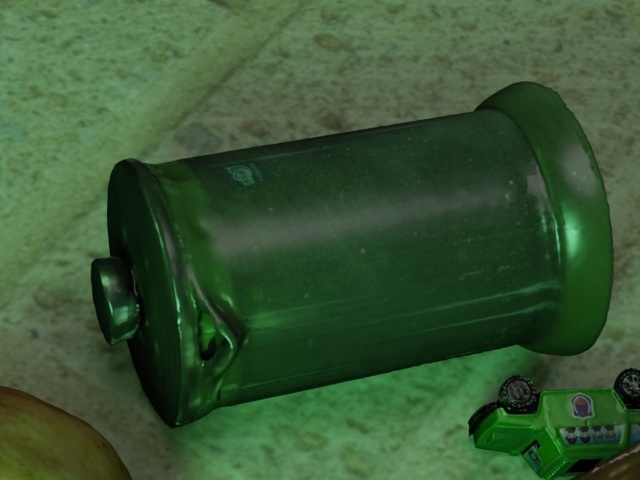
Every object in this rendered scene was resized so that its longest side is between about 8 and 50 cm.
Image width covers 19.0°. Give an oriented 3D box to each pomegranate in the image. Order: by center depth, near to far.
[{"bbox_3d":[-0.195,0.177,1.143,0.191,0.191,0.191,6,50,-7],"label":"pomegranate"}]

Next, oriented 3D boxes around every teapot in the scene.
[{"bbox_3d":[0.000,0.000,1.344,0.337,0.200,0.270,-10,28,-18],"label":"teapot"}]

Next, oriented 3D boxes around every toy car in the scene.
[{"bbox_3d":[0.188,0.132,1.342,0.165,0.071,0.062,-1,65,-14],"label":"toy car"}]

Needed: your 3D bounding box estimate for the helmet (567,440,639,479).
[{"bbox_3d":[0.254,0.301,1.108,0.385,0.230,0.337,-17,55,-14],"label":"helmet"}]
